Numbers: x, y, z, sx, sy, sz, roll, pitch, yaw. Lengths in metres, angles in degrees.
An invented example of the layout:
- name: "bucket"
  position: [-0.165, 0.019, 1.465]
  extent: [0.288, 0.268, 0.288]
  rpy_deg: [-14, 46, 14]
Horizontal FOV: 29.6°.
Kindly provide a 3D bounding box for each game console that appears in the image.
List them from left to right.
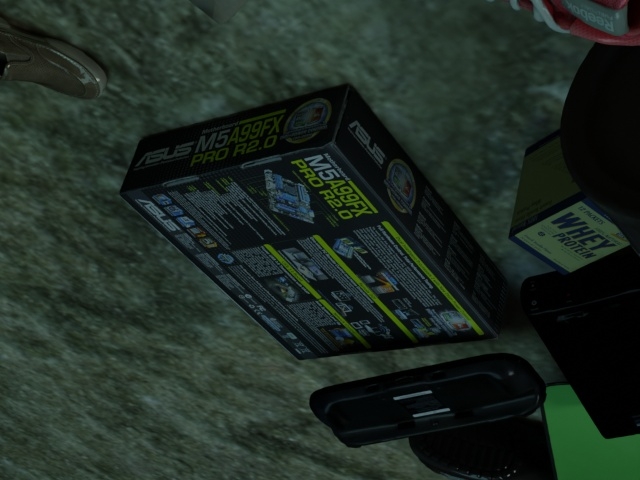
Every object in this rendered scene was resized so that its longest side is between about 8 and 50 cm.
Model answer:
- name: "game console"
  position: [0.159, 0.111, 1.020]
  extent: [0.361, 0.044, 0.213]
  rpy_deg: [-15, 138, 22]

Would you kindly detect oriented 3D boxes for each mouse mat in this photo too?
- name: "mouse mat"
  position: [0.287, 0.185, 1.124]
  extent: [0.153, 0.007, 0.189]
  rpy_deg: [-5, 134, 14]

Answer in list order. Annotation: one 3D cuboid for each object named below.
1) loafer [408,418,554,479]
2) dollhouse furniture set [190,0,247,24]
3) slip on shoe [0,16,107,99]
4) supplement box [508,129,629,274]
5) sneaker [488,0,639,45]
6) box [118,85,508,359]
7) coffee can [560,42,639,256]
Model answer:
- name: "loafer"
  position: [0.196, 0.231, 1.246]
  extent: [0.220, 0.080, 0.078]
  rpy_deg: [13, 146, 5]
- name: "dollhouse furniture set"
  position: [-0.028, -0.230, 0.616]
  extent: [0.129, 0.129, 0.184]
  rpy_deg: [35, 144, -26]
- name: "slip on shoe"
  position: [-0.231, -0.137, 0.923]
  extent: [0.135, 0.041, 0.051]
  rpy_deg: [28, 145, -17]
- name: "supplement box"
  position: [0.186, -0.035, 0.854]
  extent: [0.056, 0.083, 0.083]
  rpy_deg: [31, 144, -21]
- name: "sneaker"
  position: [0.130, -0.165, 0.638]
  extent: [0.314, 0.136, 0.116]
  rpy_deg: [0, 142, 24]
- name: "box"
  position: [0.000, 0.000, 1.010]
  extent: [0.216, 0.060, 0.270]
  rpy_deg: [-11, 139, 35]
- name: "coffee can"
  position: [0.298, -0.016, 0.725]
  extent: [0.202, 0.201, 0.275]
  rpy_deg: [-14, 137, 38]
